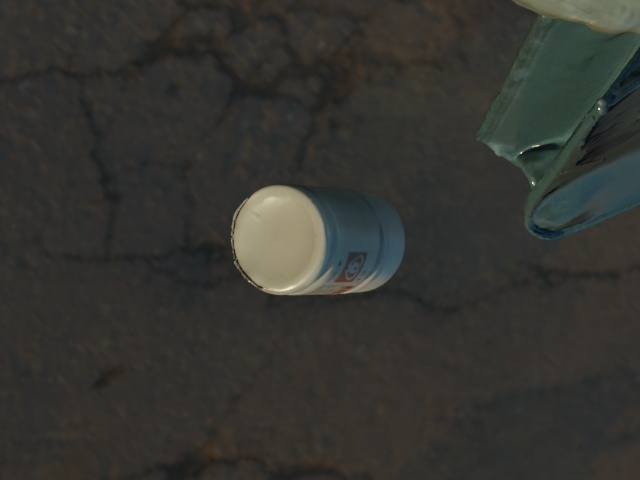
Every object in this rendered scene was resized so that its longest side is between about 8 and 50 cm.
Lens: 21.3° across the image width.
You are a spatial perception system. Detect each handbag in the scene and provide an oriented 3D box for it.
[{"bbox_3d":[0.185,-0.086,0.709,0.229,0.062,0.179,-22,165,-12],"label":"handbag"}]

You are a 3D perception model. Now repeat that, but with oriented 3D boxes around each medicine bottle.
[{"bbox_3d":[0.000,0.000,0.877,0.057,0.057,0.089,-56,156,17],"label":"medicine bottle"}]

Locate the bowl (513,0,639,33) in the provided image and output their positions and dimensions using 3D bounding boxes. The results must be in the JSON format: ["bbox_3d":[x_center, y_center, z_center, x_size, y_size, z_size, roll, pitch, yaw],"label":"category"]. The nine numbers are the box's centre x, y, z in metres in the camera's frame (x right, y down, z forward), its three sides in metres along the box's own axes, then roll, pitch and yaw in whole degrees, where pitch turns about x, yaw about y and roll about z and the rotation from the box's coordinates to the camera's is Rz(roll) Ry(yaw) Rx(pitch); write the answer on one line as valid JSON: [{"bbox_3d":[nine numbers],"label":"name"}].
[{"bbox_3d":[0.122,-0.216,0.430,0.313,0.146,0.313,6,81,-42],"label":"bowl"}]
